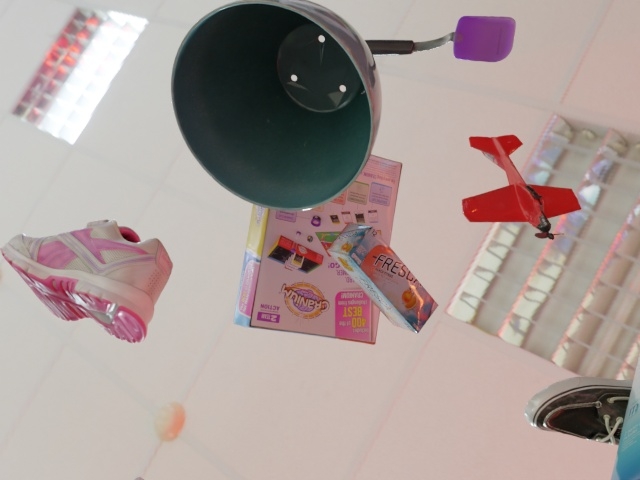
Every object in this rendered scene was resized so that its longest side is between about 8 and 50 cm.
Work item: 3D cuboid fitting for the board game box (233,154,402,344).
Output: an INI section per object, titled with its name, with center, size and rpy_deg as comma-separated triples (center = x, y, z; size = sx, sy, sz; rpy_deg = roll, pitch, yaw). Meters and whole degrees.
[board game box]
center = 0.000, 0.000, 1.253
size = 0.064, 0.242, 0.316
rpy_deg = 0, -101, 61

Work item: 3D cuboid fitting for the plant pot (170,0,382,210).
[plant pot]
center = -0.035, -0.213, 1.069
size = 0.290, 0.290, 0.195
rpy_deg = -12, -157, 30

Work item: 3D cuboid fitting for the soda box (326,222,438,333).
[soda box]
center = 0.092, 0.055, 1.108
size = 0.058, 0.183, 0.063
rpy_deg = -51, -150, -16

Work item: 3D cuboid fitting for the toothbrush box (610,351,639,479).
[toothbrush box]
center = 0.478, 0.231, 0.874
size = 0.295, 0.216, 0.126
rpy_deg = -53, 175, -44

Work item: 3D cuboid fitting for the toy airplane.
[toy airplane]
center = 0.200, -0.060, 0.773
size = 0.028, 0.151, 0.151
rpy_deg = 114, -34, -46

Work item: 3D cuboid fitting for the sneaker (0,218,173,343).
[sneaker]
center = -0.264, 0.032, 0.878
size = 0.252, 0.103, 0.111
rpy_deg = 15, -125, 32

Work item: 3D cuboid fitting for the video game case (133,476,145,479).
[video game case]
center = -0.152, 0.397, 0.941
size = 0.201, 0.183, 0.023
rpy_deg = 28, -132, 19

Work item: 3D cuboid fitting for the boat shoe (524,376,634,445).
[boat shoe]
center = 0.374, 0.223, 0.976
size = 0.219, 0.078, 0.070
rpy_deg = -2, -151, -11

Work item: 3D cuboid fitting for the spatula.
[spatula]
center = 0.174, -0.330, 1.274
size = 0.296, 0.030, 0.084
rpy_deg = 2, -106, 29
